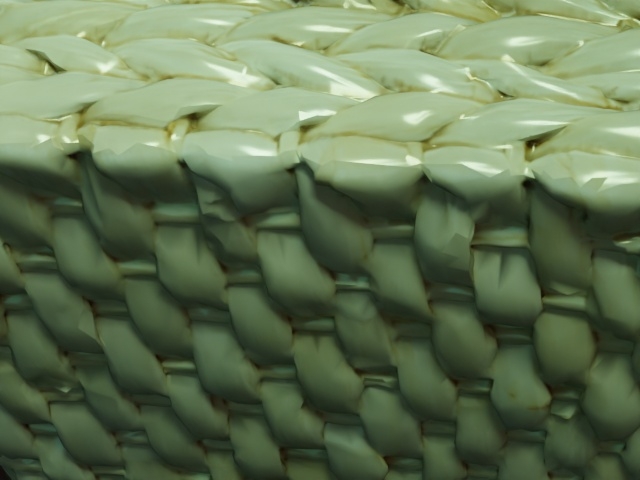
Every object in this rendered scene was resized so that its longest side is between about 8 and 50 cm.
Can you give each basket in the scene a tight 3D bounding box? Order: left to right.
[{"bbox_3d":[0.032,-0.055,0.600,0.328,0.266,0.331,4,149,8],"label":"basket"}]

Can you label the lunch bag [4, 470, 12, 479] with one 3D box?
[{"bbox_3d":[-0.124,0.129,1.189,0.256,0.212,0.305,23,150,10],"label":"lunch bag"}]
